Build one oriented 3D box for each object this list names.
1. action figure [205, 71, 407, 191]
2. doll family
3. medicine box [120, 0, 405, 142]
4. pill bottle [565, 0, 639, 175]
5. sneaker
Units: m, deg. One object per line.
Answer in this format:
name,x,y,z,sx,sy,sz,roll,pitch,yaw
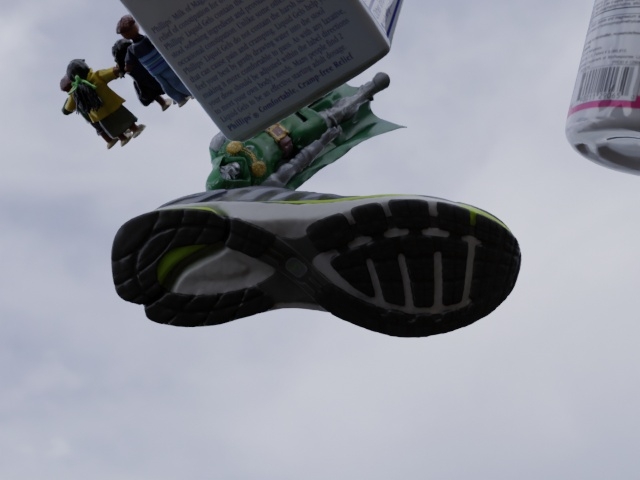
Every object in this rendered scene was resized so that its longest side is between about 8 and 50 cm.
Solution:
action figure,-0.028,-0.100,1.344,0.232,0.137,0.063,-44,-13,-41
doll family,-0.208,-0.169,1.575,0.193,0.076,0.111,-31,-71,24
medicine box,-0.067,-0.268,1.119,0.149,0.263,0.289,-29,-69,24
pill bottle,0.355,-0.217,1.526,0.160,0.283,0.160,15,-13,3
sneaker,0.000,0.000,1.121,0.300,0.121,0.111,4,-71,-1
